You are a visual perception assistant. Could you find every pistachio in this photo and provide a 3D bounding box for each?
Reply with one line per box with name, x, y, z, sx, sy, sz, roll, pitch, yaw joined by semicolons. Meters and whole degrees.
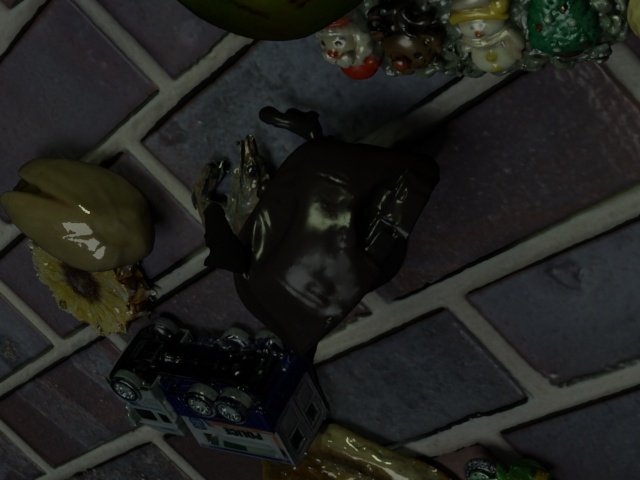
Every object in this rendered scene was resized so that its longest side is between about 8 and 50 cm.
pistachio;-0.300;-0.035;1.758;0.226;0.136;0.136;22;141;29

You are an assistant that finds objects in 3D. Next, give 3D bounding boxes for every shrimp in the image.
shrimp;-0.101;-0.050;1.641;0.126;0.047;0.223;34;146;22

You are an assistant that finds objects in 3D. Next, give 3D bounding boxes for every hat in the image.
hat;-0.024;-0.003;1.476;0.209;0.238;0.336;31;153;5

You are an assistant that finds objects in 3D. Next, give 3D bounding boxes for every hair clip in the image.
hair clip;0.109;-0.191;1.272;0.321;0.091;0.138;2;134;40

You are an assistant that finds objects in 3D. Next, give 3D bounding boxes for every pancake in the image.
pancake;0.073;0.382;1.938;0.356;0.065;0.356;19;137;19

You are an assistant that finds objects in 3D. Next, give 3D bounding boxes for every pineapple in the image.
pineapple;-0.309;0.044;1.908;0.221;0.047;0.221;22;140;21

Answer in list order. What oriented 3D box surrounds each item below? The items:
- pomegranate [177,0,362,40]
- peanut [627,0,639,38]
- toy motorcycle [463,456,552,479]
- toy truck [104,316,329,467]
pomegranate;-0.022;-0.306;1.169;0.236;0.236;0.302;39;132;-1
peanut;0.342;-0.157;1.116;0.214;0.090;0.099;18;151;23
toy motorcycle;0.258;0.325;1.726;0.106;0.074;0.190;-27;110;42
toy truck;-0.138;0.202;1.871;0.267;0.124;0.155;5;138;34
